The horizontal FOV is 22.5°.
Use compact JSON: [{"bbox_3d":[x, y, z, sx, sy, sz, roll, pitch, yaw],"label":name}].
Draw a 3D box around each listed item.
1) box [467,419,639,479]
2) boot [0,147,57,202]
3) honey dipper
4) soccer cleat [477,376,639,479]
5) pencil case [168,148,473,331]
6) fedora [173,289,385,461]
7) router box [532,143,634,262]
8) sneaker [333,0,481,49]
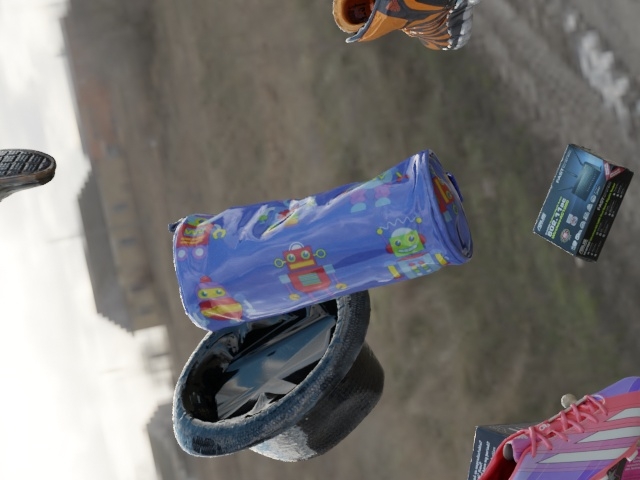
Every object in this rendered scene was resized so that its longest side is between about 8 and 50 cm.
[{"bbox_3d":[0.288,0.304,1.878,0.142,0.247,0.163,14,97,40],"label":"box"},{"bbox_3d":[-0.414,-0.048,2.011,0.082,0.219,0.106,-69,-33,-52],"label":"boot"},{"bbox_3d":[0.343,0.212,1.885,0.161,0.030,0.030,22,131,47],"label":"honey dipper"},{"bbox_3d":[0.238,0.209,1.611,0.095,0.248,0.083,54,165,-17],"label":"soccer cleat"},{"bbox_3d":[0.000,0.000,1.608,0.133,0.306,0.119,-70,-40,-57],"label":"pencil case"},{"bbox_3d":[-0.034,0.189,2.134,0.152,0.334,0.334,45,-166,-30],"label":"fedora"},{"bbox_3d":[0.317,-0.046,1.943,0.092,0.038,0.122,36,107,56],"label":"router box"},{"bbox_3d":[0.101,-0.310,2.069,0.321,0.180,0.124,91,163,-80],"label":"sneaker"}]
